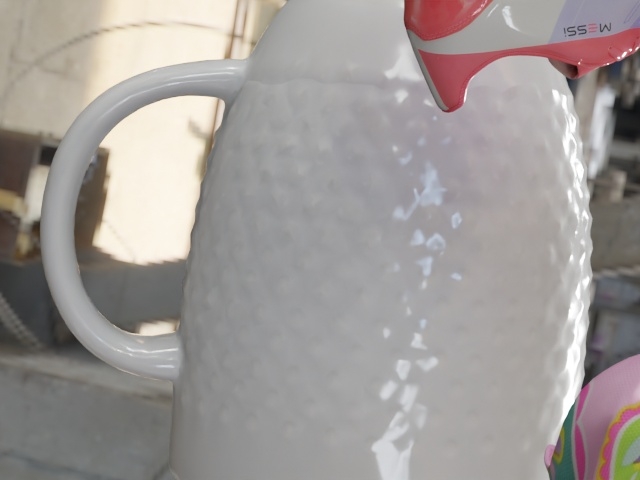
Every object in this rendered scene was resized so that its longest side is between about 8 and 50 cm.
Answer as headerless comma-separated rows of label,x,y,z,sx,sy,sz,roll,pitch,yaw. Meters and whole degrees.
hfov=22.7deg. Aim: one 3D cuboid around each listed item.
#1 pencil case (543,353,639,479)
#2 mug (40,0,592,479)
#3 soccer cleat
pencil case,0.130,0.137,0.450,0.284,0.124,0.124,-88,179,-63
mug,0.000,0.000,1.076,0.276,0.374,0.328,-133,-131,-82
soccer cleat,0.166,-0.136,0.856,0.083,0.248,0.095,-133,-148,-79
